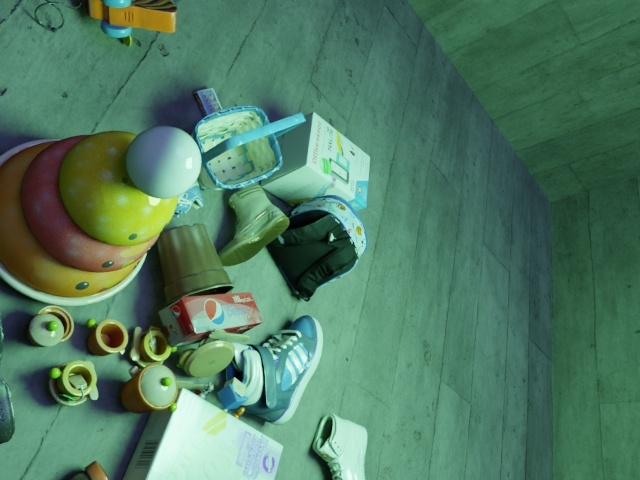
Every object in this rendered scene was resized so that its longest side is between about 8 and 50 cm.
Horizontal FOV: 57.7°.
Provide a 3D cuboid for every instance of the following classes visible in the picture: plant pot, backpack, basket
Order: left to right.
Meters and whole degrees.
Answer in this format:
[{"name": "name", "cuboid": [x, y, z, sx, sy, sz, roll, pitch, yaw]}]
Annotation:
[{"name": "plant pot", "cuboid": [-0.304, 0.057, 1.360, 0.167, 0.167, 0.165, -5, 73, -51]}, {"name": "basket", "cuboid": [-0.205, -0.239, 1.467, 0.255, 0.289, 0.201, -28, 102, -41]}, {"name": "backpack", "cuboid": [0.000, 0.000, 1.649, 0.276, 0.264, 0.213, 56, 40, -17]}]

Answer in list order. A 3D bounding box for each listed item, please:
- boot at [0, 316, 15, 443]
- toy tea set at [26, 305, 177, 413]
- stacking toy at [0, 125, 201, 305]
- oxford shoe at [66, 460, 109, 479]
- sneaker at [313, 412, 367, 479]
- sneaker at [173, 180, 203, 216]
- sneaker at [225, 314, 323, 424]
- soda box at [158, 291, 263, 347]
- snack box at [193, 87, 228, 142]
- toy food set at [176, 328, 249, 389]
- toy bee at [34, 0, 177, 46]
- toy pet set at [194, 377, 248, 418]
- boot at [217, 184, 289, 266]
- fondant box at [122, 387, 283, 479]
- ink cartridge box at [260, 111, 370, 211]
[{"name": "boot", "cuboid": [-0.643, 0.200, 0.938, 0.223, 0.118, 0.337, -6, 77, -45]}, {"name": "toy tea set", "cuboid": [-0.415, 0.233, 1.159, 0.336, 0.124, 0.199, 24, 48, -42]}, {"name": "stacking toy", "cuboid": [-0.381, -0.083, 1.049, 0.351, 0.480, 0.350, 15, 67, -40]}, {"name": "oxford shoe", "cuboid": [-0.410, 0.562, 1.102, 0.098, 0.097, 0.271, -27, 93, -31]}, {"name": "sneaker", "cuboid": [0.041, 0.626, 1.590, 0.169, 0.108, 0.292, 37, 40, -33]}, {"name": "sneaker", "cuboid": [-0.362, -0.096, 1.405, 0.211, 0.080, 0.081, -30, 96, -49]}, {"name": "sneaker", "cuboid": [-0.128, 0.286, 1.491, 0.236, 0.130, 0.322, 46, 51, -34]}, {"name": "soda box", "cuboid": [-0.251, 0.182, 1.372, 0.263, 0.084, 0.092, 2, 60, -61]}, {"name": "snack box", "cuboid": [-0.291, -0.338, 1.628, 0.064, 0.022, 0.178, -32, 101, -49]}, {"name": "toy food set", "cuboid": [-0.260, 0.266, 1.336, 0.132, 0.192, 0.038, 22, 24, -48]}, {"name": "toy bee", "cuboid": [-0.496, -0.573, 1.374, 0.299, 0.195, 0.162, 13, 41, -35]}, {"name": "toy pet set", "cuboid": [-0.219, 0.379, 1.341, 0.122, 0.114, 0.065, 44, 21, -20]}, {"name": "boot", "cuboid": [-0.210, -0.042, 1.553, 0.165, 0.213, 0.077, 50, -6, 30]}, {"name": "fondant box", "cuboid": [-0.251, 0.508, 1.289, 0.330, 0.096, 0.238, 43, 47, -32]}, {"name": "ink cartridge box", "cuboid": [-0.012, -0.213, 1.770, 0.270, 0.197, 0.198, 31, 54, -39]}]
